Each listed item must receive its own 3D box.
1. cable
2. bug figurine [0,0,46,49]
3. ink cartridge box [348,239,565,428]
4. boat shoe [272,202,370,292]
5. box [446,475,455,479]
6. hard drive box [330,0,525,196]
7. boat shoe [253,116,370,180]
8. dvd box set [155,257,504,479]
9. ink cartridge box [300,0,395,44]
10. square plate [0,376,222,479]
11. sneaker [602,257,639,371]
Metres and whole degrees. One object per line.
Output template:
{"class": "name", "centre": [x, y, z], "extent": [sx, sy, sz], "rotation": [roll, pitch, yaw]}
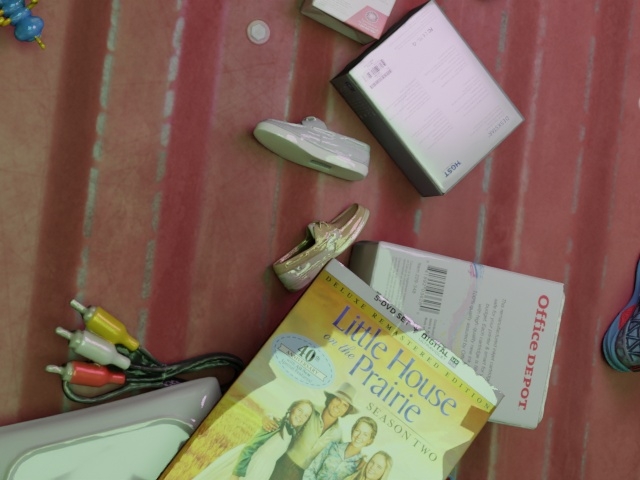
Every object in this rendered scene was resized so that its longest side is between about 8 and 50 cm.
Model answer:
{"class": "cable", "centre": [-0.241, 0.187, 1.540], "extent": [0.287, 0.072, 0.139], "rotation": [21, 89, -17]}
{"class": "bug figurine", "centre": [-0.508, -0.291, 1.455], "extent": [0.279, 0.072, 0.216], "rotation": [-33, 93, -10]}
{"class": "ink cartridge box", "centre": [0.182, 0.140, 1.643], "extent": [0.306, 0.131, 0.226], "rotation": [14, 85, -18]}
{"class": "boat shoe", "centre": [0.000, 0.000, 1.621], "extent": [0.170, 0.063, 0.059], "rotation": [-46, 108, -12]}
{"class": "box", "centre": [0.142, 0.343, 1.615], "extent": [0.044, 0.159, 0.233], "rotation": [-46, 102, -14]}
{"class": "hard drive box", "centre": [0.160, -0.209, 1.658], "extent": [0.181, 0.089, 0.232], "rotation": [-42, 101, -13]}
{"class": "boat shoe", "centre": [-0.008, -0.146, 1.621], "extent": [0.184, 0.066, 0.063], "rotation": [18, 71, -14]}
{"class": "dvd box set", "centre": [0.005, 0.277, 1.462], "extent": [0.307, 0.062, 0.420], "rotation": [40, 75, -1]}
{"class": "ink cartridge box", "centre": [0.065, -0.405, 1.639], "extent": [0.115, 0.067, 0.198], "rotation": [25, 84, -16]}
{"class": "square plate", "centre": [-0.262, 0.383, 1.449], "extent": [0.344, 0.049, 0.347], "rotation": [-12, 81, -12]}
{"class": "sneaker", "centre": [0.558, 0.098, 1.765], "extent": [0.104, 0.125, 0.262], "rotation": [29, 82, -16]}
